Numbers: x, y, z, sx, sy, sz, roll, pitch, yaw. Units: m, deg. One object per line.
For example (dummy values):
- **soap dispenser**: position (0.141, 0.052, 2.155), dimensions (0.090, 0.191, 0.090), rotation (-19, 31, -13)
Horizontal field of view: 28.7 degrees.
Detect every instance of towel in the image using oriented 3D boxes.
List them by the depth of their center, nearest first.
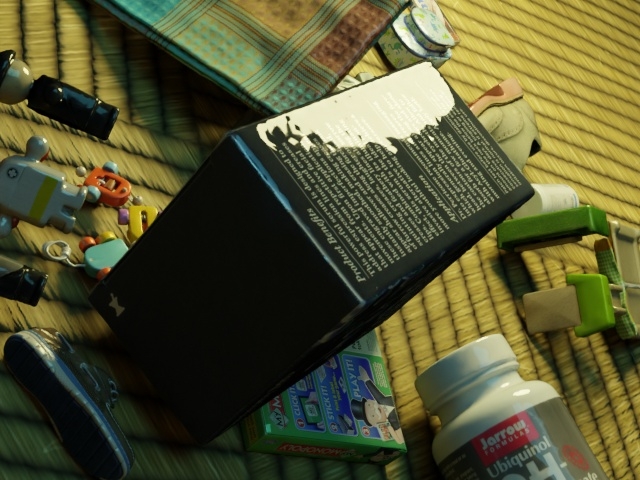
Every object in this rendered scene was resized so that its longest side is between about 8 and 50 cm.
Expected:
- **towel**: position (-0.102, -0.332, 1.659), dimensions (0.370, 0.040, 0.271), rotation (35, 71, 14)

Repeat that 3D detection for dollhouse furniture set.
- **dollhouse furniture set**: position (0.413, 0.068, 1.979), dimensions (0.301, 0.151, 0.198), rotation (11, 69, -60)

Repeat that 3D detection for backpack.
- **backpack**: position (0.156, -0.334, 2.073), dimensions (0.114, 0.084, 0.105), rotation (-9, 62, -45)

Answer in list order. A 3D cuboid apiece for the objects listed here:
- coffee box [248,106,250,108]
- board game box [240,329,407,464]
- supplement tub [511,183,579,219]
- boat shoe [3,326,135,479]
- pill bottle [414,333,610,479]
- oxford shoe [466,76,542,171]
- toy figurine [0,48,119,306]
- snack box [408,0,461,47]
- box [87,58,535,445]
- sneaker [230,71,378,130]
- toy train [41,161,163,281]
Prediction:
- **coffee box**: position (-0.076, -0.353, 1.797), dimensions (0.118, 0.168, 0.297), rotation (-2, 58, -45)
- **board game box**: position (-0.022, 0.114, 1.529), dimensions (0.213, 0.046, 0.317), rotation (13, 49, -35)
- **supplement tub**: position (0.366, -0.058, 2.039), dimensions (0.107, 0.071, 0.071), rotation (-2, 58, -44)
- **boat shoe**: position (-0.239, 0.158, 1.263), dimensions (0.183, 0.066, 0.066), rotation (53, 36, 7)
- **pill bottle**: position (0.246, 0.283, 1.530), dimensions (0.176, 0.176, 0.319), rotation (-9, 63, -47)
- **oxford shoe**: position (0.256, -0.141, 1.957), dimensions (0.147, 0.140, 0.397), rotation (55, 39, -1)
- **toy figurine**: position (-0.316, -0.061, 1.271), dimensions (0.148, 0.213, 0.210), rotation (24, 45, -12)
- **snack box**: position (0.182, -0.419, 2.224), dimensions (0.064, 0.022, 0.178), rotation (-13, 67, -47)
- **box**: position (0.000, 0.000, 1.374), dimensions (0.212, 0.293, 0.395), rotation (52, 38, 8)
- **sneaker**: position (0.017, -0.150, 1.740), dimensions (0.330, 0.122, 0.146), rotation (-16, 67, -49)
- **toy train**: position (-0.247, -0.012, 1.431), dimensions (0.125, 0.046, 0.166), rotation (22, 47, 1)
